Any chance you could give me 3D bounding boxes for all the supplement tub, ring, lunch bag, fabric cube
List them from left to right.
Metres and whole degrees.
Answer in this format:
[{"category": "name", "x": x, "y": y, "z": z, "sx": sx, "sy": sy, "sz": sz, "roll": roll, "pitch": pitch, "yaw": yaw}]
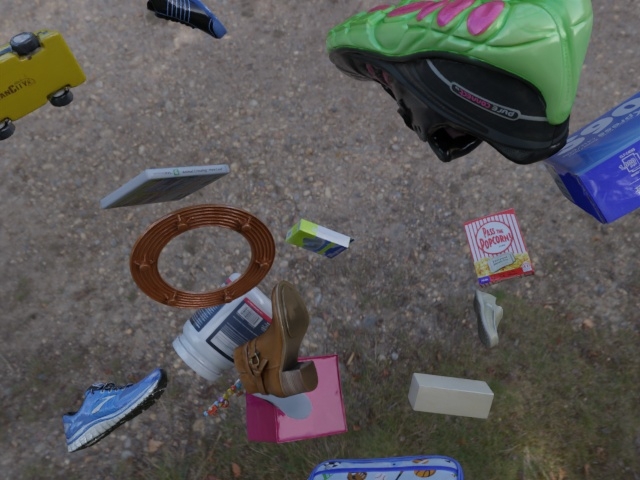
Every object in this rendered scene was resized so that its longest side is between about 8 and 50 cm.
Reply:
[{"category": "ring", "x": -0.267, "y": 0.054, "z": 1.121, "sx": 0.337, "sy": 0.336, "sz": 0.032, "roll": -19, "pitch": 47, "yaw": -7}, {"category": "supplement tub", "x": -0.268, "y": 0.247, "z": 1.380, "sx": 0.191, "sy": 0.191, "sz": 0.272, "roll": 40, "pitch": 82, "yaw": 22}, {"category": "fabric cube", "x": -0.093, "y": 0.532, "z": 1.618, "sx": 0.254, "sy": 0.258, "sz": 0.259, "roll": 4, "pitch": 69, "yaw": -27}, {"category": "lunch bag", "x": 0.101, "y": 0.471, "z": 0.823, "sx": 0.303, "sy": 0.243, "sz": 0.115, "roll": -9, "pitch": 101, "yaw": 17}]

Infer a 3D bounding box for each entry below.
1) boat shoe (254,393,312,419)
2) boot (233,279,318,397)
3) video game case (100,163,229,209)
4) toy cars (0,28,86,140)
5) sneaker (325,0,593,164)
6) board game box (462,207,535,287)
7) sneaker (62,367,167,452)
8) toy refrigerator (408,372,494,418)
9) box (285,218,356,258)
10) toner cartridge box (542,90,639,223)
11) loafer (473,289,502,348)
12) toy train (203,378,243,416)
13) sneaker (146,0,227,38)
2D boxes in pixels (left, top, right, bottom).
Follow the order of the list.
[{"category": "boat shoe", "x": -0.127, "y": 0.439, "z": 1.371, "sx": 0.228, "sy": 0.076, "sz": 0.080, "roll": 32, "pitch": 81, "yaw": -23}, {"category": "boot", "x": -0.128, "y": 0.254, "z": 1.204, "sx": 0.220, "sy": 0.109, "sz": 0.283, "roll": -16, "pitch": 90, "yaw": 36}, {"category": "video game case", "x": -0.331, "y": -0.115, "z": 1.018, "sx": 0.193, "sy": 0.212, "sz": 0.023, "roll": -15, "pitch": 88, "yaw": -49}, {"category": "toy cars", "x": -0.393, "y": -0.312, "z": 0.637, "sx": 0.087, "sy": 0.176, "sz": 0.393, "roll": 38, "pitch": 108, "yaw": 30}, {"category": "sneaker", "x": 0.137, "y": -0.211, "z": 0.632, "sx": 0.185, "sy": 0.202, "sz": 0.483, "roll": -21, "pitch": 27, "yaw": -4}, {"category": "board game box", "x": 0.502, "y": 0.022, "z": 1.356, "sx": 0.147, "sy": 0.045, "sz": 0.193, "roll": -19, "pitch": 66, "yaw": 22}, {"category": "sneaker", "x": -0.597, "y": 0.457, "z": 1.369, "sx": 0.330, "sy": 0.130, "sz": 0.147, "roll": -32, "pitch": 77, "yaw": -6}, {"category": "toy refrigerator", "x": 0.458, "y": 0.547, "z": 1.694, "sx": 0.269, "sy": 0.094, "sz": 0.102, "roll": 8, "pitch": 105, "yaw": -5}, {"category": "box", "x": 0.000, "y": 0.000, "z": 1.396, "sx": 0.178, "sy": 0.109, "sz": 0.042, "roll": 21, "pitch": 62, "yaw": -20}, {"category": "toner cartridge box", "x": 0.451, "y": -0.160, "z": 0.555, "sx": 0.348, "sy": 0.165, "sz": 0.075, "roll": -34, "pitch": 100, "yaw": 18}, {"category": "loafer", "x": 0.627, "y": 0.283, "z": 1.763, "sx": 0.092, "sy": 0.102, "sz": 0.268, "roll": 0, "pitch": 37, "yaw": 9}, {"category": "toy train", "x": -0.325, "y": 0.554, "z": 1.667, "sx": 0.166, "sy": 0.125, "sz": 0.046, "roll": -42, "pitch": 84, "yaw": -15}, {"category": "sneaker", "x": -0.321, "y": -0.519, "z": 1.064, "sx": 0.090, "sy": 0.232, "sz": 0.081, "roll": -50, "pitch": 33, "yaw": 9}]
